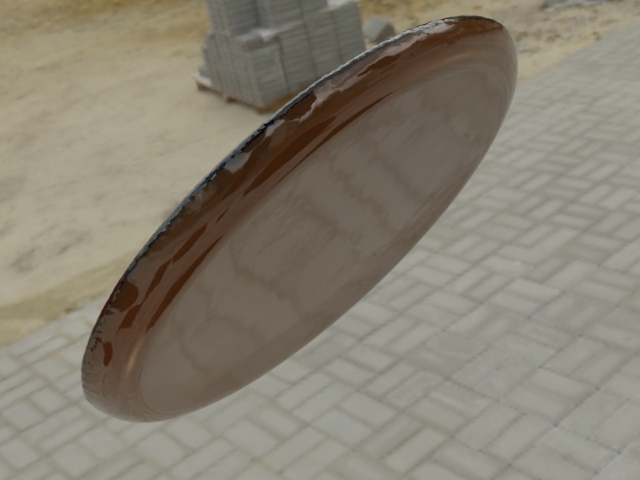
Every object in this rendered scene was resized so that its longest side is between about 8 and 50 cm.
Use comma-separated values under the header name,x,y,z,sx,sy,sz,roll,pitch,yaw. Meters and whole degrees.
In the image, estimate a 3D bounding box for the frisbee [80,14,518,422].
name,x,y,z,sx,sy,sz,roll,pitch,yaw
frisbee,0.000,0.000,0.427,0.250,0.251,0.021,-31,69,-32
